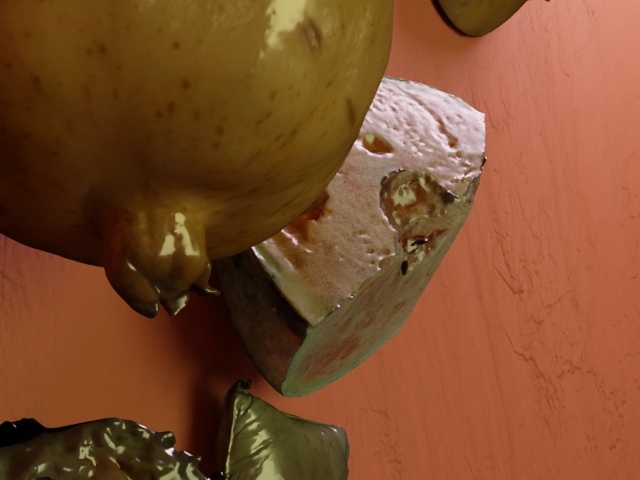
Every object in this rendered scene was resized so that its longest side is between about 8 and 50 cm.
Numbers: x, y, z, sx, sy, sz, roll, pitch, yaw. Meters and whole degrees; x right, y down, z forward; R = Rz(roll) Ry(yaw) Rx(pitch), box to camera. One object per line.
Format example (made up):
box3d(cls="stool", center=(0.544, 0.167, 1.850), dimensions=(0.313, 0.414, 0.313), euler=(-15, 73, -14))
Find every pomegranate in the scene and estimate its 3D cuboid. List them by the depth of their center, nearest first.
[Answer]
box3d(cls="pomegranate", center=(-0.110, -0.119, 1.051), dimensions=(0.342, 0.342, 0.342), euler=(11, 77, -58))

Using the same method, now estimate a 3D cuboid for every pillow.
box3d(cls="pillow", center=(-0.037, 0.270, 1.362), dimensions=(0.185, 0.075, 0.302), euler=(29, 63, -56))

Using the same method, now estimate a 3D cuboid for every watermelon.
box3d(cls="watermelon", center=(-0.004, -0.005, 1.411), dimensions=(0.175, 0.188, 0.322), euler=(42, 40, 14))

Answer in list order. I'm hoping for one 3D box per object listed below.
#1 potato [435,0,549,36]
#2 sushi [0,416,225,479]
box3d(cls="potato", center=(0.200, -0.348, 1.797), dimensions=(0.239, 0.116, 0.299), euler=(60, 41, -42))
box3d(cls="sushi", center=(-0.162, 0.223, 1.071), dimensions=(0.225, 0.219, 0.238), euler=(20, 80, -13))
